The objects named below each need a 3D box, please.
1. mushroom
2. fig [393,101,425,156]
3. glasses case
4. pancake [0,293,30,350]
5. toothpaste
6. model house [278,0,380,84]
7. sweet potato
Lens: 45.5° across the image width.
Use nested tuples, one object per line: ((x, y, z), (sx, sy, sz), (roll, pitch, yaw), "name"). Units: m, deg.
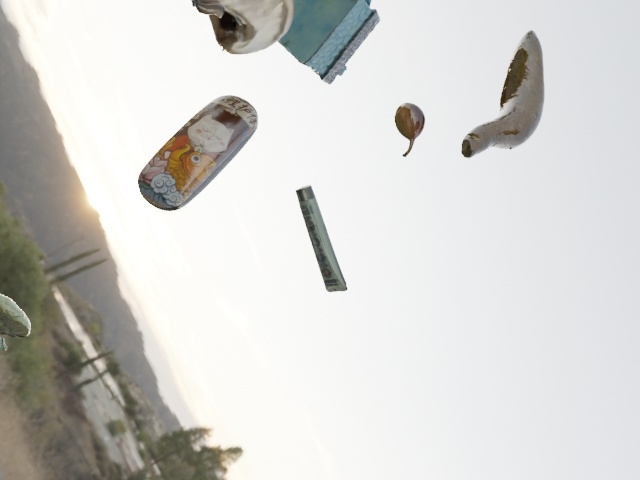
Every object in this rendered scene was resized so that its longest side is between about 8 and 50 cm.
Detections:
((-0.202, -0.657, 1.696), (0.313, 0.224, 0.397), (51, 18, -73), "mushroom")
((0.136, -0.169, 1.170), (0.050, 0.050, 0.083), (150, -54, -69), "fig")
((-0.263, -0.195, 1.660), (0.122, 0.321, 0.082), (32, -24, 20), "glasses case")
((-0.679, 0.141, 1.450), (0.253, 0.253, 0.037), (92, 3, -52), "pancake")
((0.000, 0.000, 1.616), (0.062, 0.039, 0.239), (-10, -78, 42), "toothpaste")
((0.033, -0.576, 2.037), (0.226, 0.261, 0.241), (48, 13, 33), "model house")
((0.327, -0.225, 1.306), (0.108, 0.346, 0.079), (45, -37, -16), "sweet potato")
